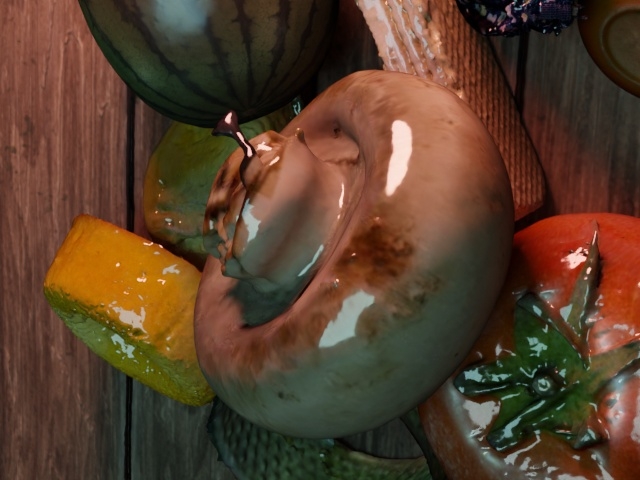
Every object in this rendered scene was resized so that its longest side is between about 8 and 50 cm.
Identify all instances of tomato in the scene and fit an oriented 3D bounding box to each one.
[{"bbox_3d":[0.267,0.133,1.428,0.341,0.273,0.341,0,91,32],"label":"tomato"}]

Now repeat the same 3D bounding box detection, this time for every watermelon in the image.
[{"bbox_3d":[-0.126,-0.297,1.523,0.279,0.279,0.359,-31,76,31],"label":"watermelon"}]

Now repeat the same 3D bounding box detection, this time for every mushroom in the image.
[{"bbox_3d":[0.000,0.000,1.338,0.294,0.362,0.362,28,123,-28],"label":"mushroom"}]

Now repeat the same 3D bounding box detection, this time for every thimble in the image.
[{"bbox_3d":[0.025,0.196,1.591,0.271,0.150,0.271,15,129,19],"label":"thimble"}]

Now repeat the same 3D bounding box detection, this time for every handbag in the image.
[{"bbox_3d":[0.196,-0.300,1.398,0.126,0.229,0.208,11,109,-15],"label":"handbag"}]

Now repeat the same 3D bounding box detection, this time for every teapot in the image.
[{"bbox_3d":[0.357,-0.208,1.382,0.252,0.135,0.178,41,154,-6],"label":"teapot"}]

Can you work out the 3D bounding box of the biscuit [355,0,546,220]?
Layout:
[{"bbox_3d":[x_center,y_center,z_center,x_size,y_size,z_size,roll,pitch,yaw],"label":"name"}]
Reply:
[{"bbox_3d":[0.110,-0.211,1.498,0.078,0.144,0.426,-23,90,32],"label":"biscuit"}]

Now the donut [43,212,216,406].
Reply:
[{"bbox_3d":[-0.204,0.091,1.691,0.277,0.277,0.108,27,69,21],"label":"donut"}]

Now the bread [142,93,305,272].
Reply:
[{"bbox_3d":[-0.109,-0.040,1.648,0.204,0.162,0.262,-8,97,42],"label":"bread"}]
